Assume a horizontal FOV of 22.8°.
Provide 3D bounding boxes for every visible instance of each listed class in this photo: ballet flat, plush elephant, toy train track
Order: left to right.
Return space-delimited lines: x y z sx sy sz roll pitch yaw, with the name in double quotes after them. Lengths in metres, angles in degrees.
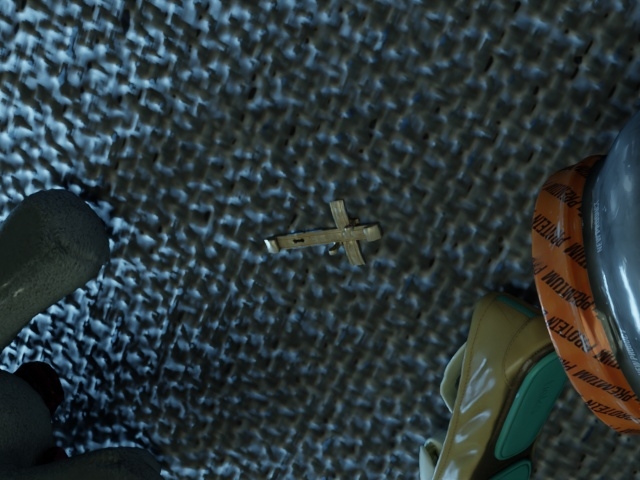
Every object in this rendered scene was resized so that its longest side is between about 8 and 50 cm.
-0.226 0.180 1.118 0.330 0.255 0.271 -29 62 3 "plush elephant"
0.000 0.000 1.029 0.083 0.014 0.048 -7 116 29 "toy train track"
0.104 0.129 1.037 0.073 0.080 0.232 42 131 32 "ballet flat"

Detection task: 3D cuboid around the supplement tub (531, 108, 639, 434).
0.277 -0.010 0.782 0.316 0.193 0.193 -18 110 33 "supplement tub"
